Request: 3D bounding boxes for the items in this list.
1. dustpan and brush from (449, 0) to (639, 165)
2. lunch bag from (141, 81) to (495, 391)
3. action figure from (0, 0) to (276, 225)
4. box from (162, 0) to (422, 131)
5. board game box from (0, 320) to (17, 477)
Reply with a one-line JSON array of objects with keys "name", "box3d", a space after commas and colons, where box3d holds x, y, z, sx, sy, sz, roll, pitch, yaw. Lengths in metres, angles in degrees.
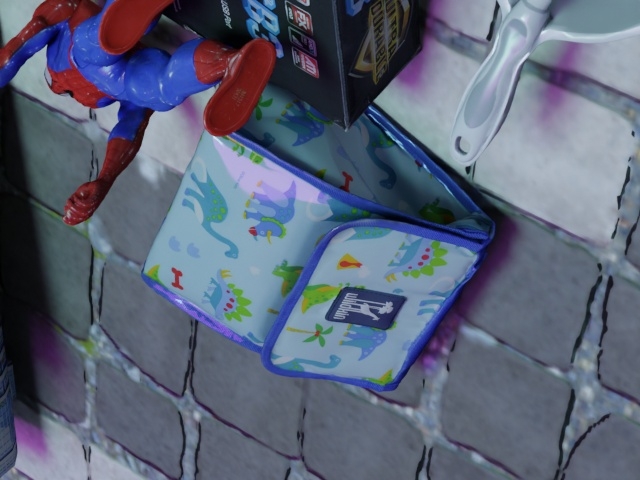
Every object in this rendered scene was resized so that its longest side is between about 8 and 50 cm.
[{"name": "dustpan and brush", "box3d": [0.104, -0.119, 0.779, 0.147, 0.060, 0.211, 37, 135, 17]}, {"name": "lunch bag", "box3d": [0.000, 0.000, 0.934, 0.151, 0.096, 0.129, 31, 133, 2]}, {"name": "action figure", "box3d": [-0.123, -0.063, 0.911, 0.091, 0.139, 0.280, 40, 174, -16]}, {"name": "box", "box3d": [-0.091, -0.216, 0.803, 0.293, 0.073, 0.295, 31, 159, 20]}, {"name": "board game box", "box3d": [-0.279, 0.081, 1.253, 0.194, 0.060, 0.194, 21, 129, 30]}]
